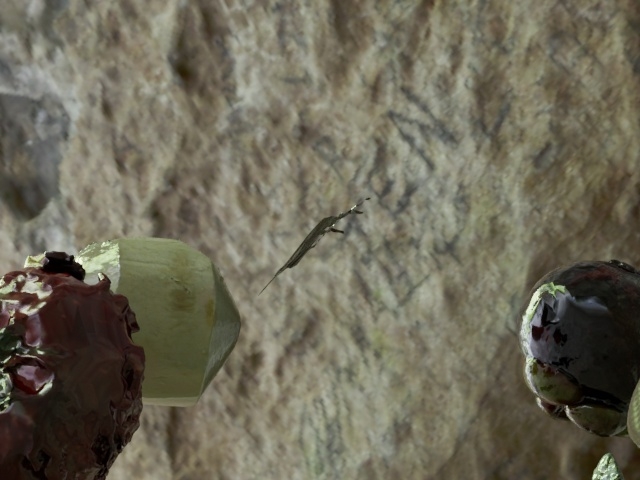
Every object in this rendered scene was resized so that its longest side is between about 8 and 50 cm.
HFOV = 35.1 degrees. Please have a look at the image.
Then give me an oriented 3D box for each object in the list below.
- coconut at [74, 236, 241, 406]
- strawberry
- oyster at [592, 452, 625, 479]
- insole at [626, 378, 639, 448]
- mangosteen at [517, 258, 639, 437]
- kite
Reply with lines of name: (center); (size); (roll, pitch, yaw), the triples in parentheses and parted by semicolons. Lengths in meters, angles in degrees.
coconut: (-0.211, 0.101, 1.262); (0.241, 0.241, 0.241); (25, -46, 29)
strawberry: (-0.278, 0.148, 0.933); (0.274, 0.274, 0.220); (23, -29, 32)
oyster: (0.279, 0.386, 1.171); (0.087, 0.199, 0.252); (21, -74, 54)
insole: (0.148, 0.060, 0.377); (0.005, 0.253, 0.086); (43, -75, 5)
mangosteen: (0.323, 0.121, 1.180); (0.210, 0.210, 0.209); (25, -46, 29)
kite: (-0.002, -0.002, 1.185); (0.016, 0.229, 0.127); (47, -65, 5)
